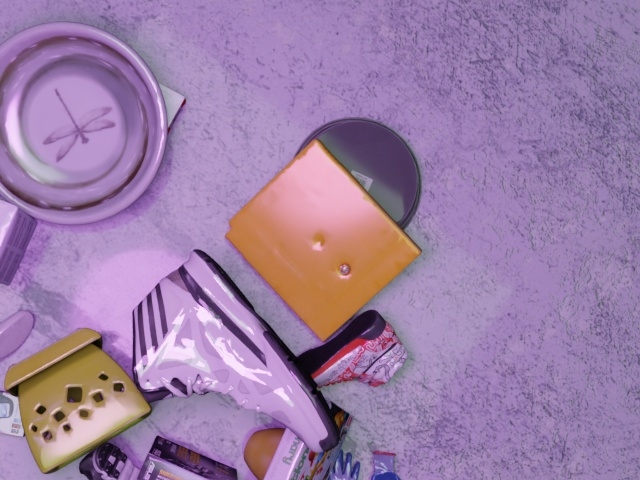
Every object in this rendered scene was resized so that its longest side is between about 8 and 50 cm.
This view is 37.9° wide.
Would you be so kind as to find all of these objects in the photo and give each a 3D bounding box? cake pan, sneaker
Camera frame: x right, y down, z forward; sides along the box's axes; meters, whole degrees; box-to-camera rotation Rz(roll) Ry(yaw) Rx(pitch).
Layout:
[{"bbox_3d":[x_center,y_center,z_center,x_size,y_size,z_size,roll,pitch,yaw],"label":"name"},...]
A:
[{"bbox_3d":[0.079,-0.126,1.995,0.293,0.054,0.293,1,84,-7],"label":"cake pan"},{"bbox_3d":[-0.179,0.260,1.724,0.257,0.169,0.447,-40,81,-2],"label":"sneaker"},{"bbox_3d":[-0.675,0.204,1.858,0.094,0.080,0.212,36,70,27],"label":"sneaker"},{"bbox_3d":[0.051,0.270,1.925,0.270,0.090,0.145,-36,117,10],"label":"sneaker"},{"bbox_3d":[-0.388,0.492,1.852,0.234,0.106,0.078,50,38,-24],"label":"sneaker"}]

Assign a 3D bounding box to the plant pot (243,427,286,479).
[{"bbox_3d":[-0.098,0.433,1.881,0.095,0.134,0.134,18,80,25],"label":"plant pot"}]

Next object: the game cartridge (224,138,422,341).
[{"bbox_3d":[0.000,0.000,1.932,0.285,0.052,0.324,-42,89,10],"label":"game cartridge"}]

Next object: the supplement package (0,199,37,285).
[{"bbox_3d":[-0.686,-0.018,1.810,0.194,0.203,0.149,21,81,-4],"label":"supplement package"}]

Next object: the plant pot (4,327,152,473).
[{"bbox_3d":[-0.473,0.301,1.786,0.228,0.227,0.207,-30,85,-17],"label":"plant pot"}]

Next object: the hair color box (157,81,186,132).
[{"bbox_3d":[-0.378,-0.297,1.957,0.167,0.053,0.093,29,83,-4],"label":"hair color box"}]

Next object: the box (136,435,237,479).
[{"bbox_3d":[-0.252,0.451,1.798,0.183,0.231,0.056,24,85,-3],"label":"box"}]

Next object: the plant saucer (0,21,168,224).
[{"bbox_3d":[-0.500,-0.235,1.881,0.400,0.100,0.401,0,99,1],"label":"plant saucer"}]

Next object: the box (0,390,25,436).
[{"bbox_3d":[-0.636,0.344,1.865,0.136,0.028,0.081,12,81,-4],"label":"box"}]

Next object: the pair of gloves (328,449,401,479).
[{"bbox_3d":[0.088,0.517,1.940,0.198,0.023,0.159,1,85,-6],"label":"pair of gloves"}]

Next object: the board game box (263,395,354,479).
[{"bbox_3d":[-0.041,0.459,1.836,0.053,0.193,0.305,18,76,27],"label":"board game box"}]
